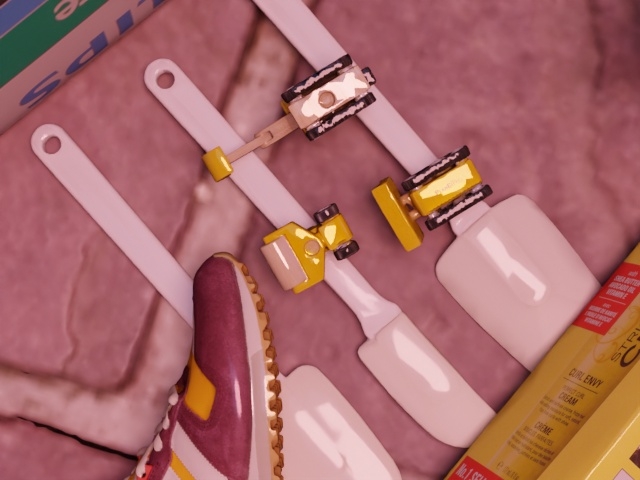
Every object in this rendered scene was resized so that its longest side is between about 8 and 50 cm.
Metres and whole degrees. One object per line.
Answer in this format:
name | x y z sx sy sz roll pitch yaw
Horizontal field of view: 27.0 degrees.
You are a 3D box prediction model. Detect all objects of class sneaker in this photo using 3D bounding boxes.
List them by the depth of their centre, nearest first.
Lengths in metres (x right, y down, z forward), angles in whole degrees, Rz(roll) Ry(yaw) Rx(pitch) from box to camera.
sneaker | -0.057 0.098 0.546 0.084 0.069 0.185 -3 87 0

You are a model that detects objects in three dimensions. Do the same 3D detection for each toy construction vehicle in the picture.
toy construction vehicle | 0.010 -0.029 0.573 0.098 0.035 0.086 -33 95 2

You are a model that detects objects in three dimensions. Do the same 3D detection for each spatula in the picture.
spatula | 0.000 0.000 0.594 0.168 0.019 0.242 -41 85 -1

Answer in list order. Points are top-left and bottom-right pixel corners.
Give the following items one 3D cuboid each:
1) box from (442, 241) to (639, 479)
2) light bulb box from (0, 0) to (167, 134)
box | 0.144 0.052 0.549 0.058 0.087 0.232 42 84 -20
light bulb box | -0.247 -0.201 0.506 0.358 0.225 0.361 -40 84 -6
